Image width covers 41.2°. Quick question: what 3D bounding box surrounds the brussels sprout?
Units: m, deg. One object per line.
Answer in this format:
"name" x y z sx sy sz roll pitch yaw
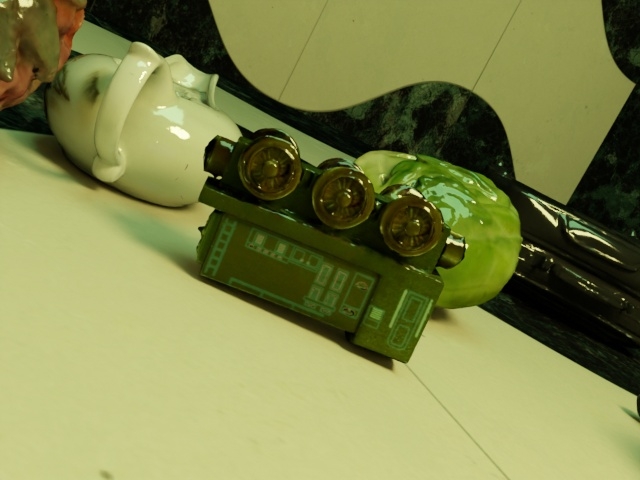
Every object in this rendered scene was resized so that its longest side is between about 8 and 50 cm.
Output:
"brussels sprout" 0.116 -0.007 0.961 0.223 0.161 0.223 8 27 -4

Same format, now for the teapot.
"teapot" -0.165 -0.119 0.830 0.204 0.139 0.298 28 10 -8

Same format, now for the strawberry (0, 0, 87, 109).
"strawberry" -0.354 -0.200 0.694 0.336 0.265 0.149 16 -37 17

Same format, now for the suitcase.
"suitcase" 0.409 0.020 1.433 0.345 0.188 0.339 29 9 -4

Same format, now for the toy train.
"toy train" 0.000 0.000 0.690 0.225 0.137 0.090 22 10 -6

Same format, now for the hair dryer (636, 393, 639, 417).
"hair dryer" 0.471 0.224 0.904 0.219 0.195 0.075 53 49 -9
